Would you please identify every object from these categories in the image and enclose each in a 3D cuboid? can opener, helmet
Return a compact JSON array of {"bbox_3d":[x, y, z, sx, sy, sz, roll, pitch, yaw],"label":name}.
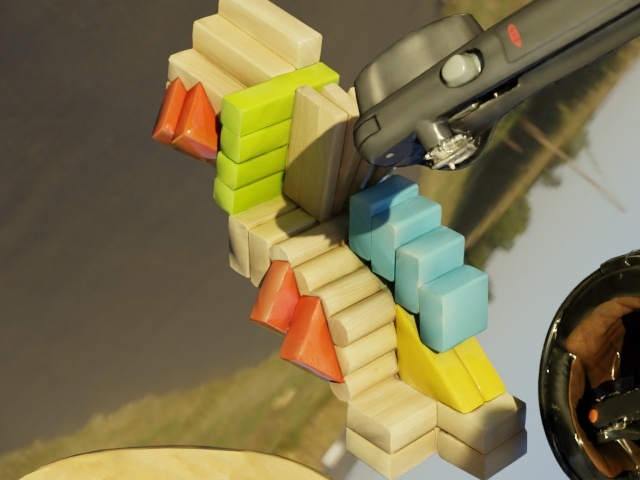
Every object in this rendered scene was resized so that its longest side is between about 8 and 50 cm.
[{"bbox_3d":[0.091,-0.086,0.595,0.186,0.073,0.059,-27,169,29],"label":"can opener"},{"bbox_3d":[0.228,0.095,0.811,0.169,0.161,0.169,-28,-130,39],"label":"helmet"}]

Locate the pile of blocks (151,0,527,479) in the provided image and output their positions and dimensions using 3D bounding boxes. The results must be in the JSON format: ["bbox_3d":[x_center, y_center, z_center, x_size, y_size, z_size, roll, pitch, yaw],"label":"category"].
[{"bbox_3d":[0.000,0.000,0.852,0.112,0.362,0.149,-26,164,-35],"label":"pile of blocks"}]

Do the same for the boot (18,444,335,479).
[{"bbox_3d":[-0.003,0.163,0.552,0.211,0.295,0.104,139,-37,-65],"label":"boot"}]
